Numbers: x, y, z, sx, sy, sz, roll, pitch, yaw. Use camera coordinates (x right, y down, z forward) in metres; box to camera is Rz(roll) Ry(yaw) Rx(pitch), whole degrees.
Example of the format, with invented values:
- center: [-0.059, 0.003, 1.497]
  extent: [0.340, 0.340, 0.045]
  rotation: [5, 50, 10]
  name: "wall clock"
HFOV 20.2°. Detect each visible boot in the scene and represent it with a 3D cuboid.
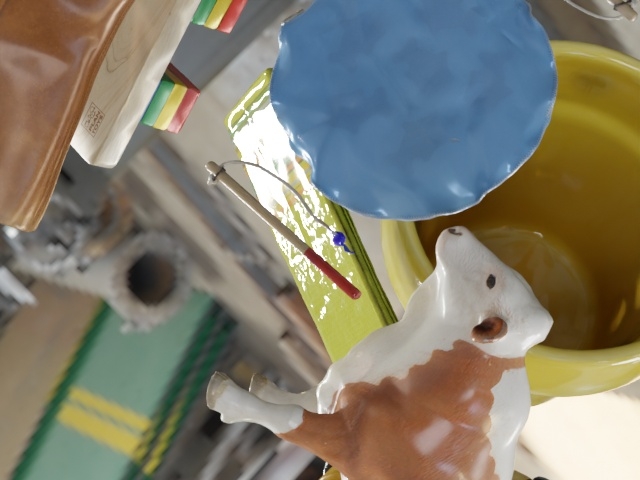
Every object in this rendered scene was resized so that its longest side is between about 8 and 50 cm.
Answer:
- center: [-0.210, -0.183, 1.011]
  extent: [0.264, 0.280, 0.096]
  rotation: [32, -163, -1]
  name: "boot"

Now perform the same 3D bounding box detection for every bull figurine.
- center: [0.042, 0.141, 1.051]
  extent: [0.188, 0.101, 0.310]
  rotation: [5, 113, 21]
  name: "bull figurine"

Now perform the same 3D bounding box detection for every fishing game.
- center: [0.057, -0.099, 1.139]
  extent: [0.189, 0.264, 0.041]
  rotation: [40, 178, 19]
  name: "fishing game"

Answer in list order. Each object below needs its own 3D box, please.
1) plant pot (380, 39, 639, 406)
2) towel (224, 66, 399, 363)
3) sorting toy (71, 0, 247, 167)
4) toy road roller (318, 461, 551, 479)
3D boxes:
- center: [0.163, 0.015, 1.353]
  extent: [0.254, 0.254, 0.239]
  rotation: [40, 158, 12]
  name: "plant pot"
- center: [0.000, 0.000, 1.253]
  extent: [0.237, 0.021, 0.102]
  rotation: [66, 153, 8]
  name: "towel"
- center: [-0.170, -0.228, 1.581]
  extent: [0.089, 0.257, 0.255]
  rotation: [12, -157, -44]
  name: "sorting toy"
- center: [0.049, 0.301, 1.348]
  extent: [0.202, 0.240, 0.329]
  rotation: [25, 127, 25]
  name: "toy road roller"
